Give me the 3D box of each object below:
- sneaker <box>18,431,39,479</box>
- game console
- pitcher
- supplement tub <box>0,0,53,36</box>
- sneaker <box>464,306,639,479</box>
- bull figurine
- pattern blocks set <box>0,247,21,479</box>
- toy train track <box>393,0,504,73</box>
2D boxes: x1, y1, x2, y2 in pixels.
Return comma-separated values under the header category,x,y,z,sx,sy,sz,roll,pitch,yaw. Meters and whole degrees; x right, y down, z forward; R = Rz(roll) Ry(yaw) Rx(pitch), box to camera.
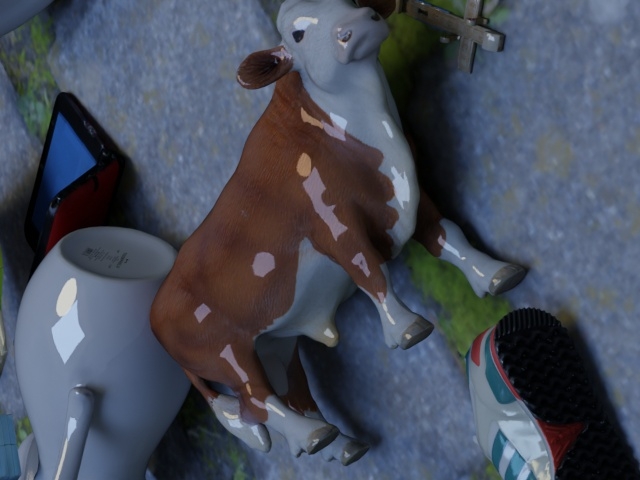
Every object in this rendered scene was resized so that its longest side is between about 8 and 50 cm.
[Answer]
category,x,y,z,sx,sy,sz,roll,pitch,yaw
sneaker,-0.149,0.267,1.237,0.115,0.105,0.281,-22,77,16
game console,-0.203,-0.014,1.203,0.085,0.124,0.144,29,126,12
pitcher,-0.153,0.111,1.114,0.126,0.177,0.207,11,114,0
supplement tub,-0.306,-0.300,1.156,0.316,0.194,0.193,55,136,23
sneaker,0.122,0.118,0.894,0.161,0.057,0.075,69,156,7
bull figurine,0.000,0.000,0.955,0.188,0.101,0.310,54,137,20
pattern blocks set,-0.263,0.032,1.244,0.285,0.026,0.324,156,107,-70
toy train track,0.066,-0.121,0.911,0.083,0.014,0.048,30,122,42
